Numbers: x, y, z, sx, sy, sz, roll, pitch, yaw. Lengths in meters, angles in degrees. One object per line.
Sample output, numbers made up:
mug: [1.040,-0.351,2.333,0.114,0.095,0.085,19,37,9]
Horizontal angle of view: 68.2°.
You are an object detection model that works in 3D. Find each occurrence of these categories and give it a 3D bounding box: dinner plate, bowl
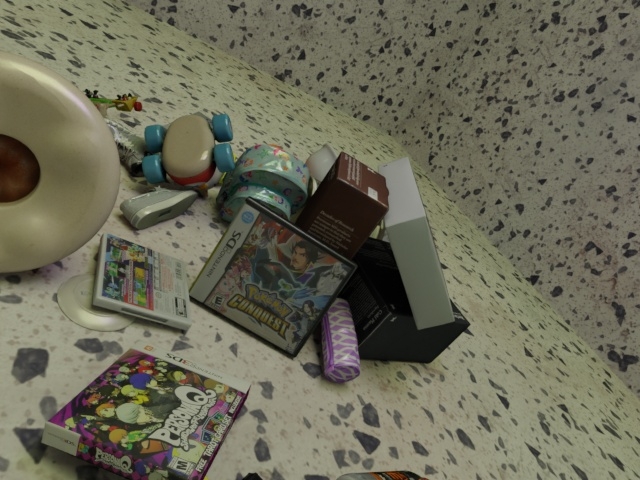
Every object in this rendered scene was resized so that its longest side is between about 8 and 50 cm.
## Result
dinner plate: [-0.400,0.106,0.860,0.141,0.017,0.141,28,26,-15]
bowl: [0.008,-0.186,1.683,0.134,0.297,0.297,-20,45,-7]

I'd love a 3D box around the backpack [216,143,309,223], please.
backpack: [-0.156,-0.137,1.323,0.225,0.253,0.191,26,47,-24]

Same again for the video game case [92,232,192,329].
video game case: [-0.348,0.079,0.936,0.184,0.023,0.201,26,24,-34]

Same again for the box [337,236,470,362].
box: [0.182,0.159,1.319,0.343,0.179,0.312,14,32,-38]

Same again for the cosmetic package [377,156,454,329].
cosmetic package: [0.229,-0.011,1.177,0.377,0.098,0.284,-83,152,-61]

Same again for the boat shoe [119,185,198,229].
boat shoe: [-0.390,-0.097,1.152,0.081,0.079,0.227,43,28,4]

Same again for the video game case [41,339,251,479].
video game case: [-0.235,0.249,0.698,0.210,0.041,0.232,20,17,4]

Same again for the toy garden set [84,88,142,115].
toy garden set: [-0.623,-0.371,1.259,0.204,0.049,0.244,9,22,10]

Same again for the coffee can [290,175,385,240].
coffee can: [0.036,-0.059,1.487,0.276,0.201,0.201,23,28,-26]

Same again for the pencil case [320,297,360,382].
pencil case: [0.039,0.225,1.099,0.088,0.086,0.206,44,25,-40]

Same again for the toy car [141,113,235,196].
toy car: [-0.330,-0.193,1.285,0.219,0.238,0.210,-10,57,-1]

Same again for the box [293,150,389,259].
box: [0.000,0.000,1.120,0.143,0.381,0.191,31,25,-11]

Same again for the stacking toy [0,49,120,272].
stacking toy: [-0.585,-0.178,0.890,0.351,0.350,0.480,19,11,-33]

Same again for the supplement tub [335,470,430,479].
supplement tub: [0.114,0.452,0.793,0.191,0.117,0.117,18,31,-36]

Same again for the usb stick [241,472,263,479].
usb stick: [-0.027,0.458,0.688,0.278,0.045,0.077,41,18,11]

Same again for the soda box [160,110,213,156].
soda box: [-0.419,-0.328,1.503,0.098,0.091,0.286,33,25,-6]

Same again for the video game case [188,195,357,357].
video game case: [-0.102,0.082,1.008,0.275,0.248,0.035,32,8,-8]

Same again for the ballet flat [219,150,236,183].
ballet flat: [-0.297,-0.236,1.532,0.077,0.077,0.231,42,17,-30]

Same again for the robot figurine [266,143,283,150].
robot figurine: [-0.171,-0.251,1.651,0.158,0.128,0.219,26,25,-34]

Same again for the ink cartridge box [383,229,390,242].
ink cartridge box: [0.257,-0.081,1.762,0.235,0.193,0.088,35,21,-38]

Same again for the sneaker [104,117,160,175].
sneaker: [-0.517,-0.237,1.230,0.229,0.086,0.132,14,35,-41]

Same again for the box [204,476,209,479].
box: [-0.154,0.396,0.615,0.232,0.058,0.087,47,28,24]
